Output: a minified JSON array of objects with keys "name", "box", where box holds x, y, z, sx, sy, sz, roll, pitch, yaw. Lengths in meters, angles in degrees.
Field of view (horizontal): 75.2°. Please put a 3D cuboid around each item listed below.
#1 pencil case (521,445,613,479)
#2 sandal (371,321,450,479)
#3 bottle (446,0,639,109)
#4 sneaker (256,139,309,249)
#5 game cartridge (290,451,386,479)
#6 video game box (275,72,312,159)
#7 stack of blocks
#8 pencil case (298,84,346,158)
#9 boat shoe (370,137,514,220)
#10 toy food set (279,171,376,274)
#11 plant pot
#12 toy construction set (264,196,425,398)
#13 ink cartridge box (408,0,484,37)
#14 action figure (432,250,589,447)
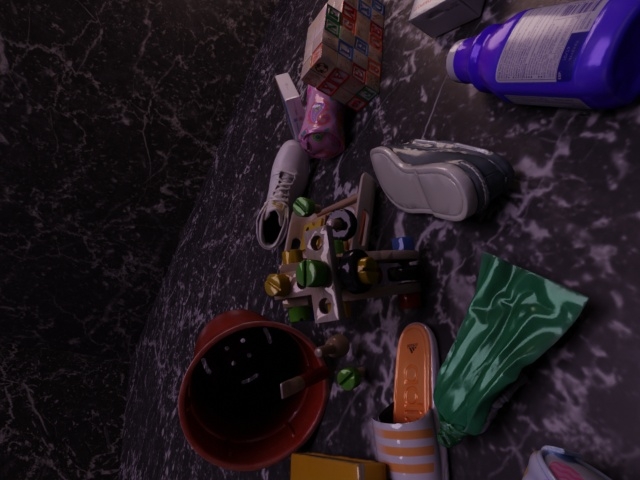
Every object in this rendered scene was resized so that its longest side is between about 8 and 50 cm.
[{"name":"pencil case","box":[0.181,0.322,0.358,0.124,0.113,0.274,-105,38,-77]},{"name":"sandal","box":[0.111,0.241,0.572,0.102,0.076,0.266,-33,46,50]},{"name":"bottle","box":[0.280,-0.241,0.549,0.118,0.092,0.283,-65,28,9]},{"name":"sneaker","box":[-0.096,-0.117,1.098,0.169,0.107,0.293,-102,26,-76]},{"name":"game cartridge","box":[0.014,0.476,0.568,0.285,0.052,0.324,133,142,-59]},{"name":"video game box","box":[-0.074,-0.358,1.195,0.048,0.187,0.205,-19,41,0]},{"name":"stack of blocks","box":[0.060,-0.492,1.020,0.087,0.171,0.298,-27,50,52]},{"name":"pencil case","box":[0.012,-0.355,1.072,0.124,0.124,0.285,-28,51,52]},{"name":"boat shoe","box":[0.179,-0.111,0.683,0.098,0.117,0.319,-26,21,-8]},{"name":"toy food set","box":[0.000,0.000,0.905,0.306,0.092,0.220,-18,58,56]},{"name":"plant pot","box":[-0.153,0.270,0.865,0.265,0.272,0.273,11,83,71]},{"name":"toy construction set","box":[-0.003,0.098,0.632,0.257,0.237,0.310,16,96,30]},{"name":"ink cartridge box","box":[0.252,-0.493,0.777,0.127,0.072,0.175,14,85,62]},{"name":"action figure","box":[0.197,0.143,0.491,0.233,0.063,0.137,-63,30,6]}]
